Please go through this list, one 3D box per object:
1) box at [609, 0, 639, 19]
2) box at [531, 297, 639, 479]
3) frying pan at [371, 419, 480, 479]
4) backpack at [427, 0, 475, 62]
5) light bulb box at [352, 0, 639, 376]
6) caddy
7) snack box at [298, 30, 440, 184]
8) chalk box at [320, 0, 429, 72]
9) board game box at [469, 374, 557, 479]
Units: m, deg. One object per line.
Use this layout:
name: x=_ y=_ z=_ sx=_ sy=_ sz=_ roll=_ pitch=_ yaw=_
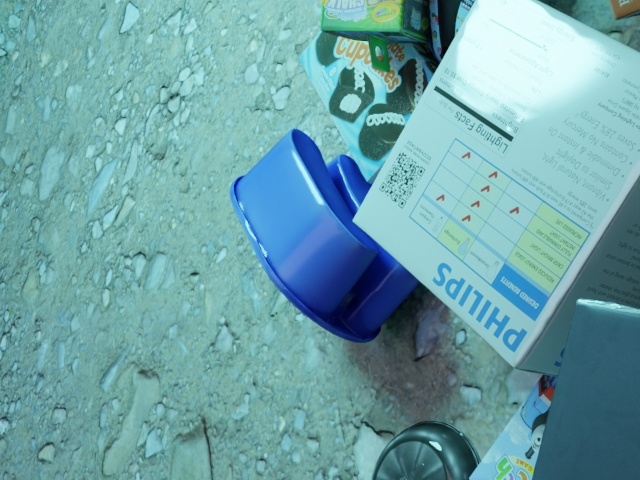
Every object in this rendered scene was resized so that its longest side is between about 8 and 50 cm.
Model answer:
box: x=0.478 y=-0.411 z=1.228 sx=0.345 sy=0.168 sz=0.215 roll=-18 pitch=92 yaw=42
box: x=0.366 y=0.259 z=1.071 sx=0.179 sy=0.313 sz=0.343 roll=11 pitch=85 yaw=50
frying pan: x=0.094 y=0.377 z=1.545 sx=0.326 sy=0.053 sz=0.197 roll=-38 pitch=50 yaw=30
backpack: x=0.226 y=-0.331 z=1.590 sx=0.158 sy=0.117 sz=0.173 roll=35 pitch=133 yaw=50
light bulb box: x=0.286 y=-0.071 z=1.345 sx=0.358 sy=0.225 sz=0.361 roll=44 pitch=111 yaw=46
caddy: x=0.000 y=0.000 z=1.635 sx=0.179 sy=0.241 sz=0.341 roll=-46 pitch=46 yaw=19
snack box: x=0.091 y=-0.255 z=1.757 sx=0.187 sy=0.060 sz=0.322 roll=-48 pitch=46 yaw=24
chalk box: x=0.086 y=-0.358 z=1.632 sx=0.132 sy=0.132 sz=0.213 roll=7 pitch=94 yaw=24
board game box: x=0.294 y=0.268 z=1.360 sx=0.211 sy=0.039 sz=0.160 roll=-59 pitch=42 yaw=16
